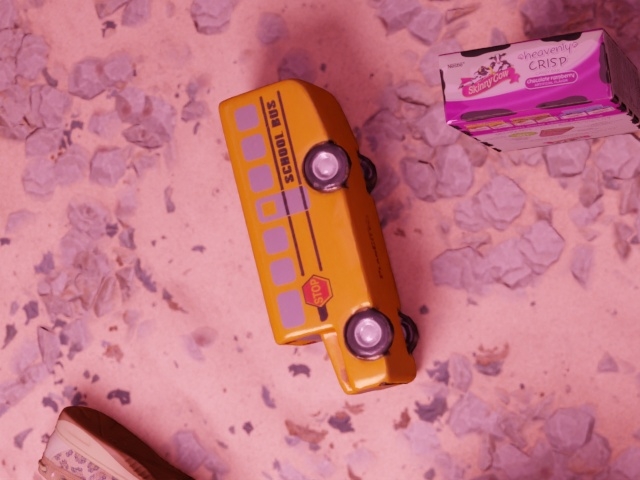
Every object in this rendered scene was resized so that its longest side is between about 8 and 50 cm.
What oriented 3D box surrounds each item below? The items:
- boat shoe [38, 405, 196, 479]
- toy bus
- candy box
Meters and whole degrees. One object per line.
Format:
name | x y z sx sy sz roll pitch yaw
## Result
boat shoe | -0.187 0.289 1.827 0.285 0.104 0.089 36 102 28
toy bus | 0.000 0.000 1.775 0.130 0.108 0.332 -17 81 17
candy box | 0.220 -0.142 1.646 0.159 0.233 0.071 -8 83 17
